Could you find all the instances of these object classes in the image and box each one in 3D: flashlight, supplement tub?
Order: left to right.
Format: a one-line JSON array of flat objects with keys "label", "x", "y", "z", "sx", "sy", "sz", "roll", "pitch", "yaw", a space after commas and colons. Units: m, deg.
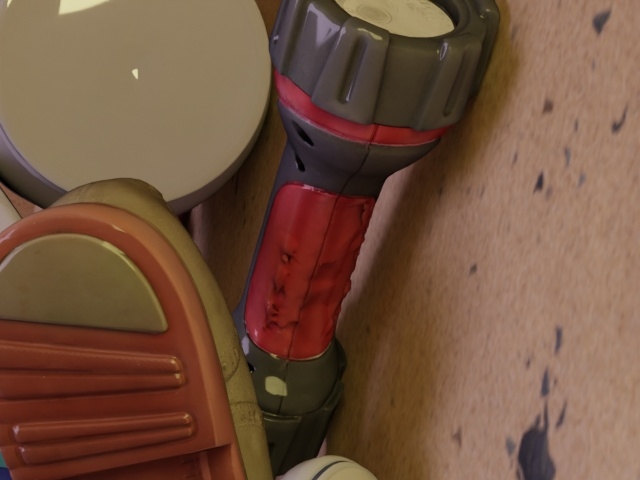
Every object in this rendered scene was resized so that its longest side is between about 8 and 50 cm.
[{"label": "supplement tub", "x": -0.169, "y": -0.130, "z": 1.268, "sx": 0.325, "sy": 0.235, "sz": 0.235, "roll": -166, "pitch": 86, "yaw": -76}, {"label": "flashlight", "x": 0.000, "y": 0.000, "z": 0.819, "sx": 0.103, "sy": 0.103, "sz": 0.304, "roll": 40, "pitch": 132, "yaw": 28}]

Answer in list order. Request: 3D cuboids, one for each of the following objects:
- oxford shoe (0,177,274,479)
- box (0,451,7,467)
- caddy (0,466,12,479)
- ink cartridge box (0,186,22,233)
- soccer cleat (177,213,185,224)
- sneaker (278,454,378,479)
[{"label": "oxford shoe", "x": -0.065, "y": 0.157, "z": 0.812, "sx": 0.146, "sy": 0.140, "sz": 0.397, "roll": -61, "pitch": -34, "yaw": -71}, {"label": "box", "x": -0.188, "y": 0.168, "z": 1.162, "sx": 0.060, "sy": 0.244, "sz": 0.100, "roll": 54, "pitch": 150, "yaw": 13}, {"label": "caddy", "x": -0.144, "y": 0.281, "z": 0.975, "sx": 0.241, "sy": 0.179, "sz": 0.341, "roll": -11, "pitch": 65, "yaw": 41}, {"label": "ink cartridge box", "x": -0.280, "y": 0.005, "z": 1.219, "sx": 0.273, "sy": 0.114, "sz": 0.197, "roll": 49, "pitch": 169, "yaw": 39}, {"label": "soccer cleat", "x": -0.191, "y": 0.041, "z": 1.479, "sx": 0.143, "sy": 0.116, "sz": 0.331, "roll": 119, "pitch": 156, "yaw": -52}, {"label": "sneaker", "x": 0.016, "y": 0.206, "z": 0.667, "sx": 0.091, "sy": 0.094, "sz": 0.258, "roll": -25, "pitch": 48, "yaw": 38}]
